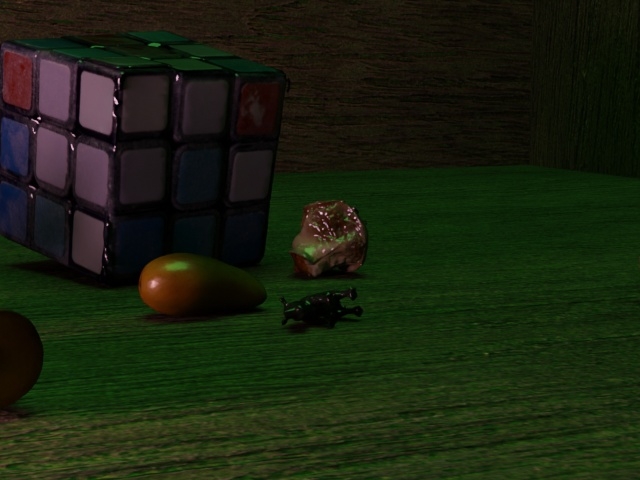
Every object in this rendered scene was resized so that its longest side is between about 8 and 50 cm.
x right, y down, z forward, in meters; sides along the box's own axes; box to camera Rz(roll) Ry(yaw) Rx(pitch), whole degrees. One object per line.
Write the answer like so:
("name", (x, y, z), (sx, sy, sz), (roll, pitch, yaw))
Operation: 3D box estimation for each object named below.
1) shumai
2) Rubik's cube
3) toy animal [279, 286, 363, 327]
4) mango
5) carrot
("shumai", (0.002, 0.004, 2.067), (0.116, 0.145, 0.145), (-27, 21, -30))
("Rubik's cube", (-0.304, -0.146, 2.127), (0.359, 0.362, 0.363), (-12, 22, -41))
("toy animal", (-0.007, 0.090, 1.668), (0.065, 0.047, 0.135), (-1, 7, 36))
("mango", (-0.162, 0.060, 1.744), (0.184, 0.085, 0.102), (2, 6, -33))
("carrot", (-0.413, 0.096, 1.300), (0.138, 0.139, 0.302), (-7, 11, -42))
